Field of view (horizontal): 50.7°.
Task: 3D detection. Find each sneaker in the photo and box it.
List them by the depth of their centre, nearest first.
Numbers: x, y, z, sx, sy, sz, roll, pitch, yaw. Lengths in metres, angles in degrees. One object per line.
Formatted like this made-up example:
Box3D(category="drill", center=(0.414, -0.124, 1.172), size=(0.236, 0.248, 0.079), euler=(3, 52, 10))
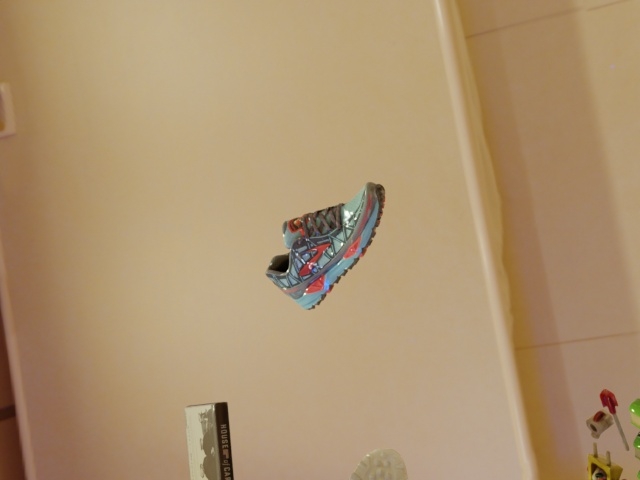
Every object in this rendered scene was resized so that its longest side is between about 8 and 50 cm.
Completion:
Box3D(category="sneaker", center=(0.081, 0.396, 0.887), size=(0.095, 0.090, 0.235), euler=(43, -130, -58))
Box3D(category="sneaker", center=(0.000, 0.000, 1.066), size=(0.125, 0.262, 0.104), euler=(32, -150, -10))

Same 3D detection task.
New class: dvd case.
Box3D(category="dvd case", center=(-0.202, 0.385, 1.216), size=(0.239, 0.030, 0.179), euler=(147, 118, -64))

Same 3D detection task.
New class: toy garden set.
Box3D(category="toy garden set", center=(0.455, 0.329, 0.970), size=(0.204, 0.049, 0.244), euler=(33, 147, 57))
